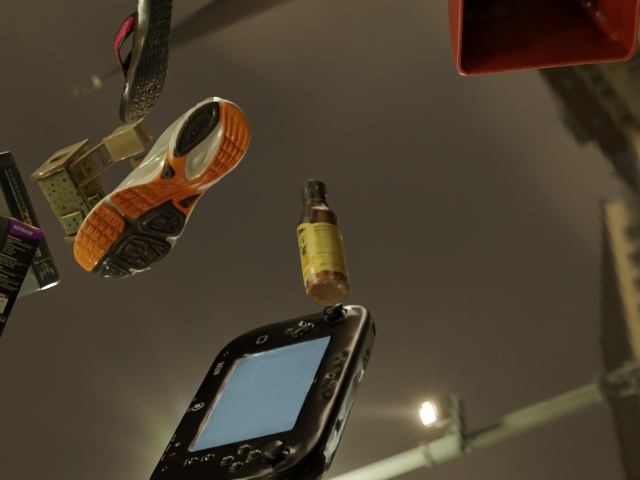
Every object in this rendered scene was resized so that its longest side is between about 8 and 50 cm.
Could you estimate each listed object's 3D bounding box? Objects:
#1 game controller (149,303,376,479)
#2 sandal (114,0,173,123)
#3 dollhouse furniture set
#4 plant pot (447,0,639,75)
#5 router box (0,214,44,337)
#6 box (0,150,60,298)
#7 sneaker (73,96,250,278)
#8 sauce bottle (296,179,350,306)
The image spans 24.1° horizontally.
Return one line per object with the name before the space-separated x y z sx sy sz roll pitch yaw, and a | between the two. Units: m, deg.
game controller | -0.048 0.150 1.376 0.319 0.167 0.067 -63 -36 -64
sandal | -0.182 -0.208 1.525 0.067 0.040 0.179 -17 -60 -67
dollhouse furniture set | -0.285 -0.052 2.099 0.182 0.161 0.101 63 -154 -17
plant pot | 0.303 -0.422 2.175 0.235 0.267 0.267 -108 14 -55
router box | -0.361 0.031 1.526 0.046 0.179 0.133 25 -96 -37
box | -0.472 0.008 1.934 0.183 0.233 0.059 69 -158 -2
sneaker | -0.182 -0.063 1.750 0.099 0.262 0.121 45 -173 -14
sauce bottle | 0.000 0.000 1.350 0.042 0.042 0.128 43 -153 -40
